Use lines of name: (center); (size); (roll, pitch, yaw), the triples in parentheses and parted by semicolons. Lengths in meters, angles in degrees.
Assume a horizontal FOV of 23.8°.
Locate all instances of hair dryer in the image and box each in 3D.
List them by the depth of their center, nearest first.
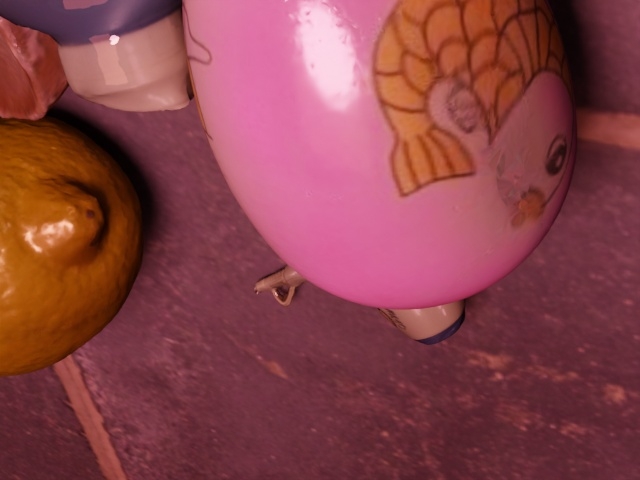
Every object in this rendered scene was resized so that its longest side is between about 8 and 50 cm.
hair dryer: (-0.001, -0.015, 1.018); (0.199, 0.067, 0.167); (10, 131, 45)

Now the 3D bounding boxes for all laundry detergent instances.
laundry detergent: (-0.141, -0.198, 0.782); (0.143, 0.094, 0.290); (-10, 112, 19)

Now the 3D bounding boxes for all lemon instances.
lemon: (-0.221, 0.006, 1.055); (0.184, 0.184, 0.248); (40, 150, -14)

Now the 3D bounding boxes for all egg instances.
egg: (0.025, -0.088, 0.784); (0.196, 0.196, 0.271); (-13, 128, 41)

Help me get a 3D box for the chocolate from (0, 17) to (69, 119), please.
chocolate: (-0.224, -0.194, 0.906); (0.161, 0.083, 0.261); (17, 143, 48)
